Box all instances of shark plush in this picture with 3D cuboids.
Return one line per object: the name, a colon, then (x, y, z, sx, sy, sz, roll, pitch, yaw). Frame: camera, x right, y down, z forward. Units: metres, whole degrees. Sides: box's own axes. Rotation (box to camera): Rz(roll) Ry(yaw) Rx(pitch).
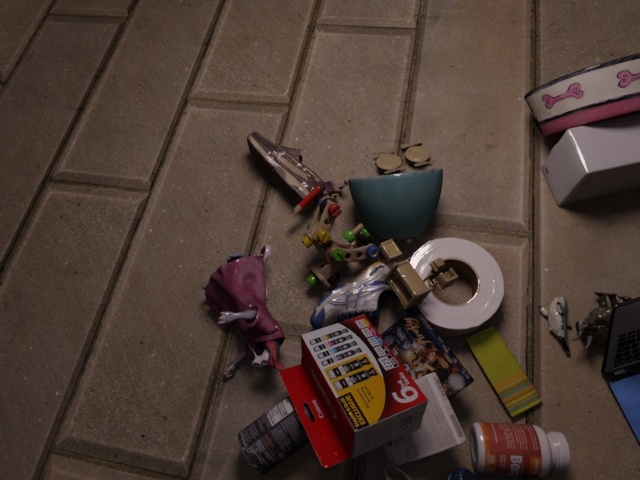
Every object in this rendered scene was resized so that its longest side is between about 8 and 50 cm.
shark plush: (0.696, 0.239, 1.269, 0.067, 0.073, 0.161, 5, 58, -24)

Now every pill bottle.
pill bottle: (0.499, 0.528, 1.125, 0.216, 0.121, 0.121, -1, 66, 8)
pill bottle: (-0.089, 0.505, 1.207, 0.246, 0.130, 0.130, -34, 66, -8)

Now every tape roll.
tape roll: (0.389, 0.136, 1.328, 0.286, 0.100, 0.286, -3, 66, 7)

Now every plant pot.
plant pot: (0.240, -0.111, 1.388, 0.290, 0.290, 0.195, -6, 98, 4)

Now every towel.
towel: (0.512, 0.364, 1.255, 0.102, 0.021, 0.237, -22, 64, -9)

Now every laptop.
laptop: (0.956, 0.320, 1.099, 0.382, 0.408, 0.236, -17, 33, -1)

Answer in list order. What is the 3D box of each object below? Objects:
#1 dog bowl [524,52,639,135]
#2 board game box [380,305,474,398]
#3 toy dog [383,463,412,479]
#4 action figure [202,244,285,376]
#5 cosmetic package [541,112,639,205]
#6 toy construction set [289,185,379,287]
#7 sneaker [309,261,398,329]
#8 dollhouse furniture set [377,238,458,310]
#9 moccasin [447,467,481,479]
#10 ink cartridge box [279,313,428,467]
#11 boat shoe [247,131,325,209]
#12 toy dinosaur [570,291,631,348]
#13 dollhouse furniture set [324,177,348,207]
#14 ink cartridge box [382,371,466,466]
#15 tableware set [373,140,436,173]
dog bowl: (0.865, -0.439, 1.380, 0.408, 0.408, 0.150, -12, 93, 2)
board game box: (0.279, 0.331, 1.234, 0.165, 0.042, 0.243, -49, 64, 27)
toy dog: (0.232, 0.725, 1.055, 0.334, 0.220, 0.161, 28, 104, 26)
action figure: (-0.199, 0.235, 1.342, 0.276, 0.248, 0.370, -22, 61, -33)
cosmetic package: (0.961, -0.266, 1.360, 0.453, 0.230, 0.161, -12, 69, 3)
toy construction set: (0.000, 0.000, 1.387, 0.237, 0.257, 0.309, -43, 54, 2)
sneaker: (0.109, 0.190, 1.334, 0.296, 0.112, 0.131, -35, 67, -8)
dollhouse furniture set: (0.268, 0.082, 1.282, 0.161, 0.101, 0.182, -18, 62, -26)
moccasin: (0.460, 0.676, 1.053, 0.342, 0.138, 0.117, 45, 121, 12)
ink cartridge box: (0.069, 0.372, 1.145, 0.272, 0.130, 0.309, -14, 39, -22)
boat shoe: (-0.120, -0.259, 1.570, 0.130, 0.132, 0.355, -37, 75, -20)
toy dinosaur: (0.838, 0.232, 1.236, 0.313, 0.121, 0.160, 10, 86, -2)
dollhouse furniture set: (0.081, -0.157, 1.515, 0.081, 0.091, 0.114, -12, 91, 40)
ink cartridge box: (0.249, 0.481, 1.186, 0.225, 0.056, 0.181, -40, 59, 33)
tableware set: (0.290, -0.279, 1.559, 0.194, 0.039, 0.128, -15, 49, -6)
